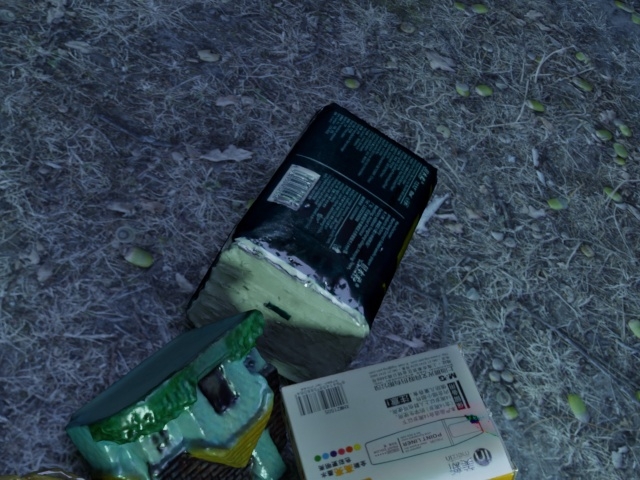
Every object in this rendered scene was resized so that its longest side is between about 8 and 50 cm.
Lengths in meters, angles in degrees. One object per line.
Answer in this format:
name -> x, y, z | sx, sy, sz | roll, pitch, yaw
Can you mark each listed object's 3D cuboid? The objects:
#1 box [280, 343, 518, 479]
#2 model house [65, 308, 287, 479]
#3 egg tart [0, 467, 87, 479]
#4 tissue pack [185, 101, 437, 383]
box -> 0.099, 0.274, 1.288 | 0.273, 0.091, 0.221 | -12, 51, -7
model house -> -0.164, 0.277, 1.315 | 0.280, 0.230, 0.249 | -37, 99, -40
egg tart -> -0.352, 0.418, 1.148 | 0.297, 0.132, 0.297 | 18, 56, -28
tissue pack -> 0.000, 0.000, 1.570 | 0.264, 0.253, 0.417 | 31, 46, -2
